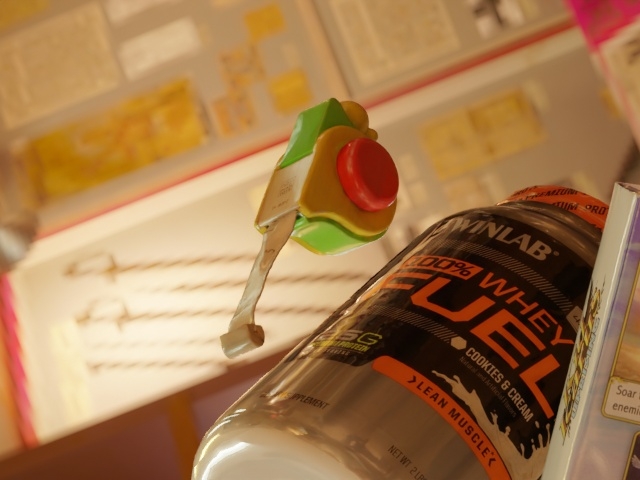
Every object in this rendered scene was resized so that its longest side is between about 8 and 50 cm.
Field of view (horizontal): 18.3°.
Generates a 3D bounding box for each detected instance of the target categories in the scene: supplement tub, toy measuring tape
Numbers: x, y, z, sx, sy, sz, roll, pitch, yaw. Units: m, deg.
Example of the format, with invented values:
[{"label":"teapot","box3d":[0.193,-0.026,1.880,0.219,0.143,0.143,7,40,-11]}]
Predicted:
[{"label":"supplement tub","box3d":[0.083,0.106,1.256,0.316,0.193,0.193,-42,-62,-39]},{"label":"toy measuring tape","box3d":[0.000,0.000,1.793,0.330,0.121,0.121,-72,-31,-41]}]

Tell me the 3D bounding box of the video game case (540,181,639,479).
[{"label":"video game case","box3d":[0.227,0.123,0.835,0.061,0.269,0.244,-102,26,-82]}]
